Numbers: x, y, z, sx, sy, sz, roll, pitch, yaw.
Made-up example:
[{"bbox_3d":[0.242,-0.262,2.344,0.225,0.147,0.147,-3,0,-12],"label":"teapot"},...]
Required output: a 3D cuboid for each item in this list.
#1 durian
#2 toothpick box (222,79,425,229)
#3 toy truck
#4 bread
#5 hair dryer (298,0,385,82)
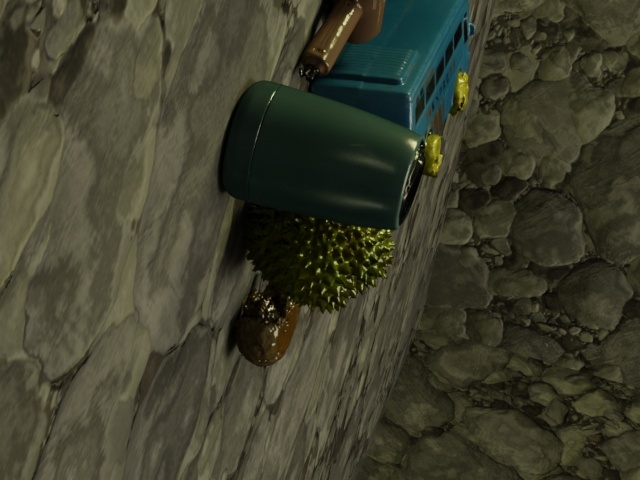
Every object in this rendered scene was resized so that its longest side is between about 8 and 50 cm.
[{"bbox_3d":[-0.012,-0.002,1.667,0.146,0.159,0.198,-63,-157,-9],"label":"durian"},{"bbox_3d":[0.006,-0.077,1.516,0.120,0.184,0.120,17,90,-81],"label":"toothpick box"},{"bbox_3d":[0.098,-0.203,1.990,0.385,0.161,0.162,-60,154,-56],"label":"toy truck"},{"bbox_3d":[-0.064,0.098,1.803,0.113,0.060,0.082,-58,161,-57],"label":"bread"},{"bbox_3d":[0.019,-0.239,1.765,0.117,0.064,0.181,97,20,-54],"label":"hair dryer"}]
